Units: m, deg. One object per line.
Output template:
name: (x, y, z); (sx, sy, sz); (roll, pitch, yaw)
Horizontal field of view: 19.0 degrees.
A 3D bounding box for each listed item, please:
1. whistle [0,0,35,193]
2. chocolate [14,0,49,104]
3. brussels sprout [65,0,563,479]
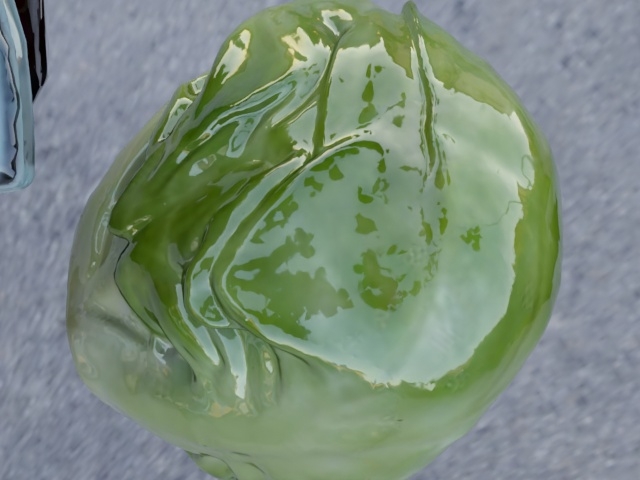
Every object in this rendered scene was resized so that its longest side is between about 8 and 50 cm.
whistle: (-0.237, -0.038, 0.709); (0.290, 0.163, 0.163); (-10, 75, 5)
chocolate: (-0.326, -0.152, 1.109); (0.331, 0.383, 0.383); (-3, 74, -5)
brussels sprout: (0.000, 0.000, 1.194); (0.247, 0.328, 0.328); (46, 62, -35)
